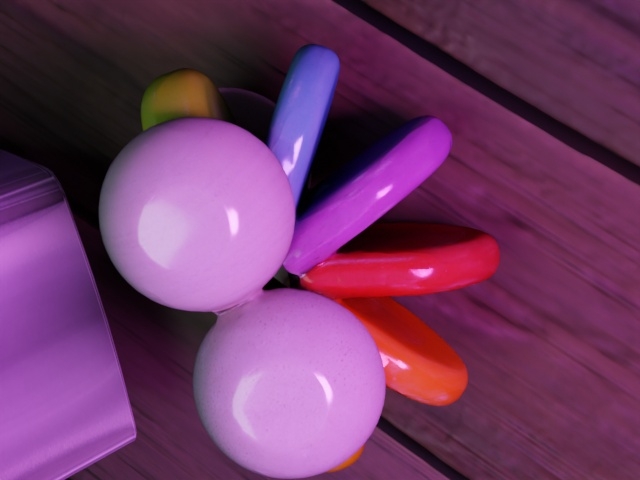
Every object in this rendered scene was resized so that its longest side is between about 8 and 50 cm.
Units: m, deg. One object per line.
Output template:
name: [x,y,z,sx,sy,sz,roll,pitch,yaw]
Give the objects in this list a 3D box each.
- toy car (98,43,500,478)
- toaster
toy car: [0.000,0.000,0.607,0.136,0.159,0.182,-27,98,9]
toaster: [-0.190,0.042,0.760,0.186,0.110,0.168,19,129,55]
